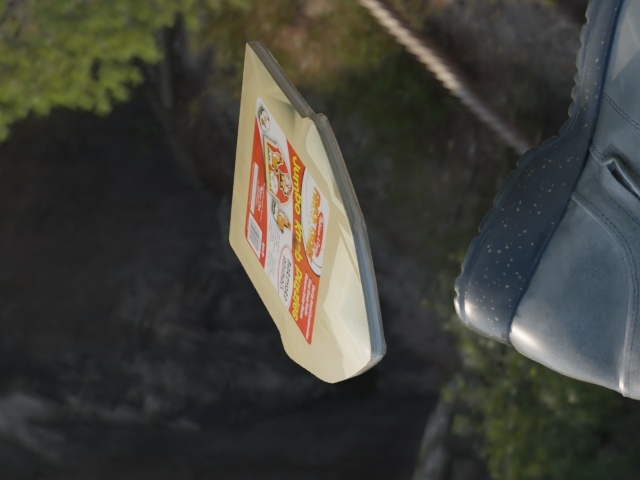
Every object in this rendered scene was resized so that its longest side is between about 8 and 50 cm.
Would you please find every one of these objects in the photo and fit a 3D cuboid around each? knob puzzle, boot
[{"bbox_3d":[0.000,0.000,1.116,0.030,0.213,0.213,-14,150,-21],"label":"knob puzzle"},{"bbox_3d":[0.174,-0.034,0.738,0.161,0.246,0.083,27,-176,24],"label":"boot"}]
